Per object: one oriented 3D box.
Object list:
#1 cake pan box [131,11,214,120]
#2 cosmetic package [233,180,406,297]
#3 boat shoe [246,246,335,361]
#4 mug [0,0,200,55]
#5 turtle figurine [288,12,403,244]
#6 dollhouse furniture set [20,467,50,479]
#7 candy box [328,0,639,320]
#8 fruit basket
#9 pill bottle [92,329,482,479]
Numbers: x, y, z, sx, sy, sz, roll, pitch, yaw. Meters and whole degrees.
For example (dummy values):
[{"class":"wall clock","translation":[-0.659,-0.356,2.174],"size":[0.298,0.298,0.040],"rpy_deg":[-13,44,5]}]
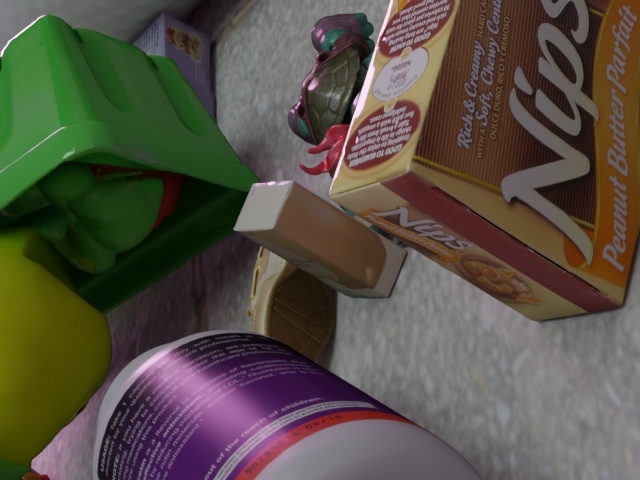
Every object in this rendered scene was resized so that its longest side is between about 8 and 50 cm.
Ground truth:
[{"class":"cake pan box","translation":[-0.204,-0.062,1.708],"size":[0.246,0.070,0.267],"rpy_deg":[-43,34,32]},{"class":"cosmetic package","translation":[0.000,0.000,1.270],"size":[0.060,0.115,0.041],"rpy_deg":[-2,61,58]},{"class":"boat shoe","translation":[-0.027,0.047,1.333],"size":[0.059,0.063,0.170],"rpy_deg":[-39,25,38]},{"class":"mug","translation":[-0.224,-0.342,1.840],"size":[0.328,0.276,0.374],"rpy_deg":[-50,-1,31]},{"class":"turtle figurine","translation":[0.039,-0.105,1.318],"size":[0.175,0.118,0.234],"rpy_deg":[-57,23,5]},{"class":"dollhouse furniture set","translation":[-0.255,0.314,1.396],"size":[0.201,0.152,0.374],"rpy_deg":[-61,11,-2]},{"class":"candy box","translation":[0.138,-0.130,1.100],"size":[0.087,0.183,0.316],"rpy_deg":[-15,51,53]},{"class":"fruit basket","translation":[-0.244,0.043,1.448],"size":[0.392,0.283,0.392],"rpy_deg":[-9,75,36]},{"class":"pill bottle","translation":[-0.034,0.164,1.102],"size":[0.181,0.181,0.323],"rpy_deg":[-61,28,-2]}]
